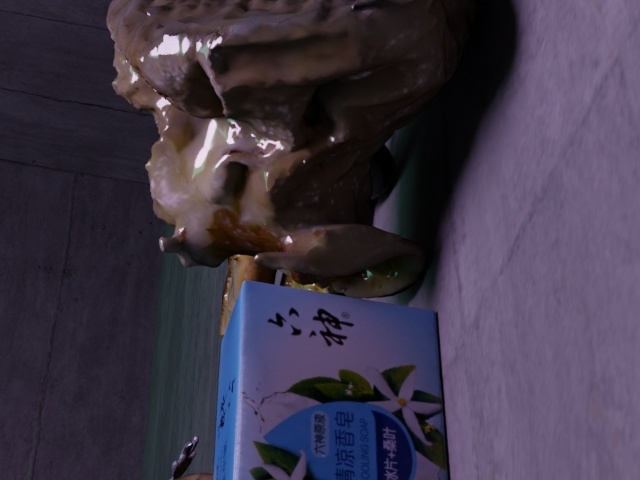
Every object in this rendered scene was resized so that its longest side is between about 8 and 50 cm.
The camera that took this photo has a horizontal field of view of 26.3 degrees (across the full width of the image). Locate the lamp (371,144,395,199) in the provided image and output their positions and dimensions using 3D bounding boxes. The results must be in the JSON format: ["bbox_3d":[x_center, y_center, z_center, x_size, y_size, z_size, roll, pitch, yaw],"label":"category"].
[{"bbox_3d":[0.044,-0.223,1.174,0.108,0.130,0.371,52,-126,-79],"label":"lamp"}]

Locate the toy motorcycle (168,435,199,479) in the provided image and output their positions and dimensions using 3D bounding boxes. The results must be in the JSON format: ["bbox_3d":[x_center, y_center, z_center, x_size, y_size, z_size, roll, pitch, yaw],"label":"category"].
[{"bbox_3d":[-0.142,0.341,1.371,0.134,0.207,0.401,59,145,27],"label":"toy motorcycle"}]

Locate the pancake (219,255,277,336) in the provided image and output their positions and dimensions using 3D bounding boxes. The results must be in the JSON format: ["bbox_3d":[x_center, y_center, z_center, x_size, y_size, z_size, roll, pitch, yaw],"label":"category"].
[{"bbox_3d":[-0.040,-0.025,1.351,0.244,0.057,0.266,-55,-14,-69],"label":"pancake"}]

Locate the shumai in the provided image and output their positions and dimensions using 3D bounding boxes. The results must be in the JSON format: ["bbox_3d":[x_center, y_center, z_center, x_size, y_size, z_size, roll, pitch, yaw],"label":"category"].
[{"bbox_3d":[-0.012,-0.089,1.030,0.314,0.267,0.262,-122,20,-61],"label":"shumai"}]

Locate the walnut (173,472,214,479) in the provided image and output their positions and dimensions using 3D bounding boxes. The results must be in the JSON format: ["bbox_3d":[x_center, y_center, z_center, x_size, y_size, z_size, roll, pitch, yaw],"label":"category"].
[{"bbox_3d":[-0.077,0.274,1.143,0.230,0.178,0.178,-22,57,55],"label":"walnut"}]

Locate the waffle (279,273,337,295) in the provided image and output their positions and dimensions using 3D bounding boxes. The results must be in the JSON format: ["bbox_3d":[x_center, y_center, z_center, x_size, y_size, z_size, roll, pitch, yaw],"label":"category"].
[{"bbox_3d":[0.000,0.000,1.293,0.208,0.054,0.214,121,162,-70],"label":"waffle"}]

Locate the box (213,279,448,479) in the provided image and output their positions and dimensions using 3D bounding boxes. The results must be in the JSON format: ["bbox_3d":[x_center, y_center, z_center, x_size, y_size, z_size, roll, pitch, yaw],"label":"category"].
[{"bbox_3d":[0.005,0.146,0.910,0.083,0.143,0.232,112,164,-48],"label":"box"}]
